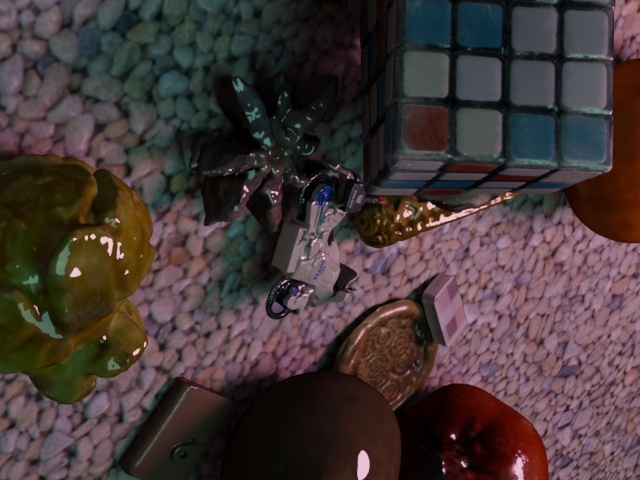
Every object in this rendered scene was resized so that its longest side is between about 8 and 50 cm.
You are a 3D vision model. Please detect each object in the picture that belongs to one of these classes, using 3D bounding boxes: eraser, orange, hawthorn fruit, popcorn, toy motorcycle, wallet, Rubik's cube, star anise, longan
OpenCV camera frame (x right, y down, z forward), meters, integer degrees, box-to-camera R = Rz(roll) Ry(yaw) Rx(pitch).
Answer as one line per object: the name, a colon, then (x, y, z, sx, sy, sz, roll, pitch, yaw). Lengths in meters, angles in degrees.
eraser: (0.187, 0.105, 2.194, 0.065, 0.026, 0.105, -46, 135, -33)
orange: (0.483, -0.133, 2.165, 0.284, 0.226, 0.284, -28, 127, -44)
hawthorn fruit: (0.227, 0.376, 2.265, 0.311, 0.295, 0.295, 15, 106, -49)
popcorn: (-0.293, 0.049, 1.568, 0.276, 0.225, 0.276, -20, 128, -28)
toy motorcycle: (0.000, 0.000, 1.908, 0.150, 0.102, 0.221, -2, 115, -50)
wallet: (-0.190, 0.264, 1.963, 0.118, 0.039, 0.152, 28, 96, -47)
Rubik's cube: (0.188, -0.192, 1.705, 0.256, 0.253, 0.259, 1, 85, -8)
star anise: (-0.070, -0.118, 1.760, 0.236, 0.093, 0.229, -42, 139, -10)
longan: (-0.016, 0.320, 2.020, 0.243, 0.300, 0.300, 39, 87, -6)

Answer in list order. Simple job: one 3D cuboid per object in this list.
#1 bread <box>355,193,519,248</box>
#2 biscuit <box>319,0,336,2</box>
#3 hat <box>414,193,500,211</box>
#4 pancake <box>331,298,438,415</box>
bread: (0.198, -0.070, 2.064, 0.367, 0.084, 0.077, -21, 91, -33)
biscuit: (0.068, -0.387, 1.650, 0.301, 0.049, 0.197, -33, 150, 23)
hat: (0.222, -0.157, 1.933, 0.275, 0.232, 0.161, -33, 121, -21)
pancake: (0.097, 0.185, 2.184, 0.235, 0.029, 0.212, 21, 101, -50)
